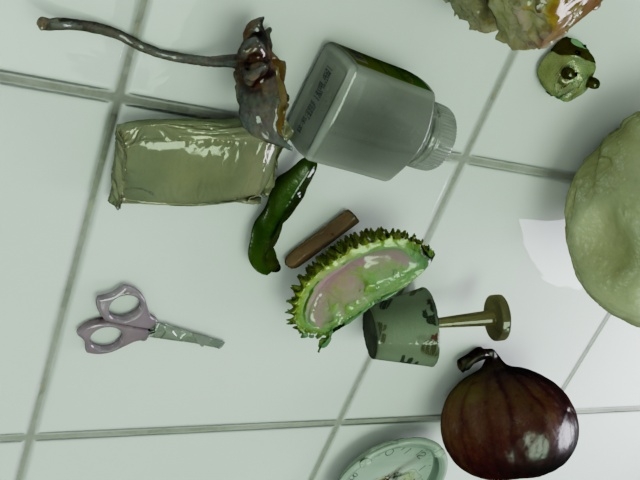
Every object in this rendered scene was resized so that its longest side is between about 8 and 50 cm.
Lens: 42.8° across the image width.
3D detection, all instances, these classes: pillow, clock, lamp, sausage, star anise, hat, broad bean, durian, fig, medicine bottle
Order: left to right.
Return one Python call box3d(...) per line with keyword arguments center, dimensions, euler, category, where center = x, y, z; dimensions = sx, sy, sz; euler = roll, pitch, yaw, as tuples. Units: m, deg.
box3d(center=(-0.147, -0.171, 0.858), dimensions=(0.227, 0.148, 0.218), euler=(-3, 164, 4), category="star anise")
box3d(center=(-0.138, -0.090, 0.942), dimensions=(0.208, 0.053, 0.119), euler=(-4, 128, -27), category="pillow")
box3d(center=(-0.056, -0.027, 1.040), dimensions=(0.061, 0.046, 0.195), euler=(-22, 142, -41), category="broad bean")
box3d(center=(0.000, 0.000, 1.106), dimensions=(0.116, 0.026, 0.026), euler=(-37, 133, 1), category="sausage")
box3d(center=(0.036, 0.046, 1.114), dimensions=(0.220, 0.095, 0.137), euler=(-42, 122, 9), category="durian")
box3d(center=(0.070, -0.146, 0.993), dimensions=(0.188, 0.088, 0.132), euler=(12, 116, -35), category="medicine bottle")
box3d(center=(0.115, 0.429, 1.465), dimensions=(0.236, 0.053, 0.236), euler=(-13, 126, -19), category="clock")
box3d(center=(0.176, 0.129, 1.230), dimensions=(0.214, 0.121, 0.121), euler=(-3, 125, -13), category="lamp")
box3d(center=(0.323, 0.305, 1.388), dimensions=(0.235, 0.235, 0.215), euler=(29, 69, -40), category="fig")
box3d(center=(0.341, -0.226, 1.110), dimensions=(0.076, 0.059, 0.077), euler=(-44, 137, 13), category="hat")

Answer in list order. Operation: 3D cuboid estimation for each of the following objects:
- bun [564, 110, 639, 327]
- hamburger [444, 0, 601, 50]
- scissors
box3d(center=(0.520, -0.049, 1.223), dimensions=(0.352, 0.227, 0.349), euler=(12, 117, -32), category="bun")
box3d(center=(0.212, -0.417, 0.767), dimensions=(0.287, 0.268, 0.445), euler=(-38, 132, -5), category="hamburger")
box3d(center=(-0.212, 0.121, 1.078), dimensions=(0.212, 0.021, 0.110), euler=(21, 113, -37), category="scissors")
